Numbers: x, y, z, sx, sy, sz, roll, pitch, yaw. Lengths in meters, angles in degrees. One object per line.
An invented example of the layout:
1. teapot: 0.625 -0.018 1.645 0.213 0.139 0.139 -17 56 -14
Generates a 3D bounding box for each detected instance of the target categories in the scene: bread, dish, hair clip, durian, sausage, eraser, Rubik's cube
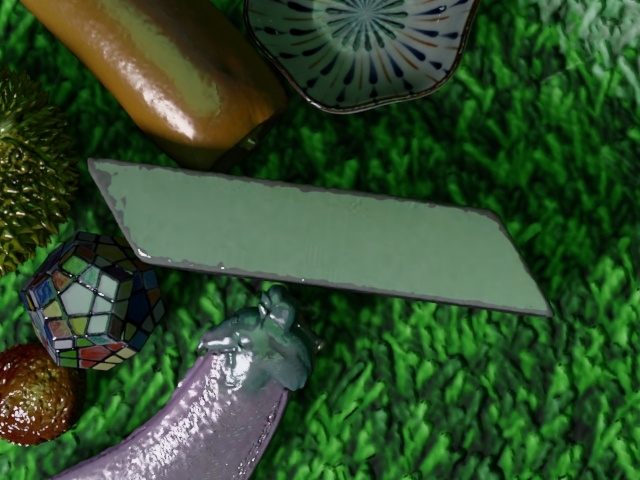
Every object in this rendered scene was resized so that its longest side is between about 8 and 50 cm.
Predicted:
1. bread: -0.230 0.122 0.760 0.085 0.053 0.085 0 86 3
2. dish: 0.035 -0.189 0.765 0.190 0.066 0.191 0 86 5
3. hair clip: -0.128 0.181 0.746 0.359 0.110 0.095 -47 45 3
4. durian: -0.266 -0.043 0.733 0.159 0.146 0.198 28 106 12
5. sausage: -0.165 -0.190 0.747 0.112 0.112 0.328 -44 91 -1
6. eraser: 0.000 0.001 0.730 0.352 0.111 0.077 8 88 3
7. Rubik's cube: -0.177 0.047 0.744 0.111 0.093 0.111 0 87 4
